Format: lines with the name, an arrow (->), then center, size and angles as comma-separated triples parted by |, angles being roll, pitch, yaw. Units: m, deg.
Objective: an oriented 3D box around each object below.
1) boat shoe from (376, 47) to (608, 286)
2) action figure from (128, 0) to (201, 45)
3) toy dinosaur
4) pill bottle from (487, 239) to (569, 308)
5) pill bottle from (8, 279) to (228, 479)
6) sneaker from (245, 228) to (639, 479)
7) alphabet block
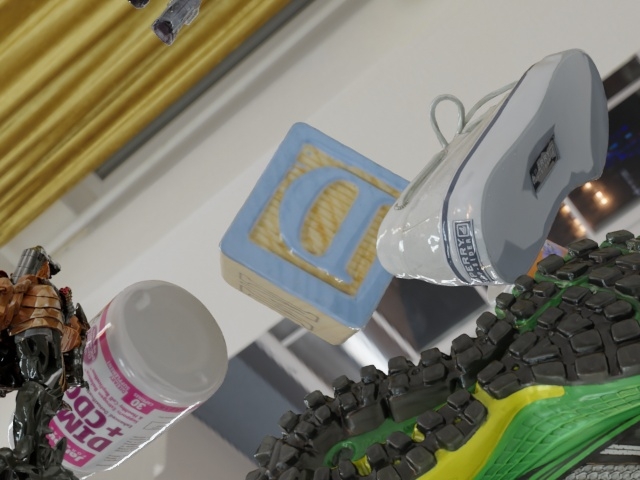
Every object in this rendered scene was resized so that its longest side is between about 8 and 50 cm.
boat shoe -> 0.155, -0.068, 0.791 | 0.367, 0.156, 0.136 | -48, -58, -44
action figure -> -0.121, -0.379, 1.072 | 0.185, 0.285, 0.099 | 47, -173, -3
toy dinosaur -> -0.290, 0.101, 0.745 | 0.322, 0.164, 0.219 | 39, -124, -62
pill bottle -> 0.358, 0.082, 1.204 | 0.216, 0.121, 0.121 | 25, -162, -5
pill bottle -> -0.256, 0.184, 1.035 | 0.160, 0.283, 0.160 | 31, -143, -27
sneaker -> 0.136, 0.106, 0.480 | 0.146, 0.343, 0.134 | 61, -176, -24
alphabet block -> 0.000, 0.000, 1.052 | 0.193, 0.192, 0.197 | 31, 166, 2
